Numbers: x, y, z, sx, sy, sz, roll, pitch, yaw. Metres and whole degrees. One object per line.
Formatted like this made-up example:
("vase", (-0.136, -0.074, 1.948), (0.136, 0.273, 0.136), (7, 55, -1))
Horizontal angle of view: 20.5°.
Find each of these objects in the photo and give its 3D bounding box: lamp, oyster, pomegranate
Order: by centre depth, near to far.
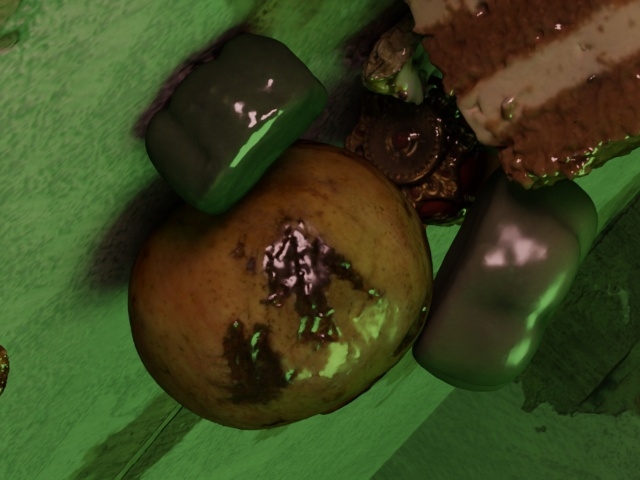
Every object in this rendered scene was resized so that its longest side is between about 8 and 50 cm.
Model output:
("pomegranate", (-0.040, 0.048, 1.824), (0.322, 0.322, 0.322), (-40, 165, -13))
("oyster", (0.107, -0.218, 1.904), (0.209, 0.072, 0.133), (-60, 165, -22))
("lamp", (0.132, -0.103, 2.066), (0.177, 0.177, 0.274), (-47, 166, 12))

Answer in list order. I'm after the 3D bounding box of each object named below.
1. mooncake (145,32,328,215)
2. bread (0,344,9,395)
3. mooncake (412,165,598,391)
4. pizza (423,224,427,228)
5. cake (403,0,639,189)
("mooncake", (-0.076, -0.108, 1.629), (0.175, 0.104, 0.168), (-36, 161, -35))
("bread", (-0.372, 0.166, 1.682), (0.193, 0.064, 0.193), (-43, 164, -16))
("mooncake", (0.199, 0.041, 1.904), (0.275, 0.135, 0.275), (-63, 177, -5))
("pizza", (0.141, -0.064, 2.301), (0.287, 0.075, 0.280), (-47, 180, 6))
("cake", (0.277, -0.225, 1.780), (0.256, 0.290, 0.282), (-27, 174, 36))
